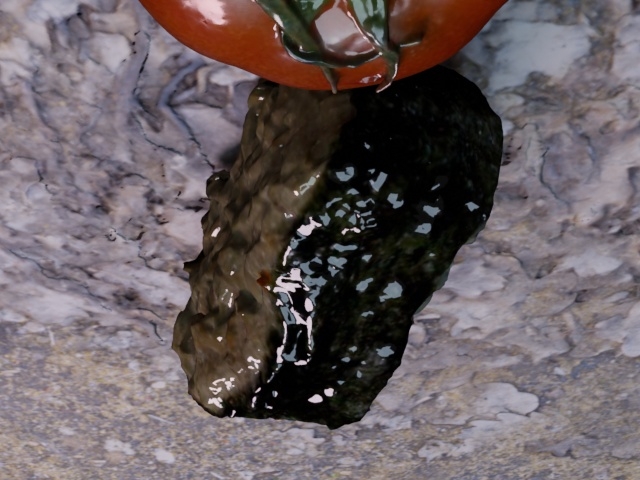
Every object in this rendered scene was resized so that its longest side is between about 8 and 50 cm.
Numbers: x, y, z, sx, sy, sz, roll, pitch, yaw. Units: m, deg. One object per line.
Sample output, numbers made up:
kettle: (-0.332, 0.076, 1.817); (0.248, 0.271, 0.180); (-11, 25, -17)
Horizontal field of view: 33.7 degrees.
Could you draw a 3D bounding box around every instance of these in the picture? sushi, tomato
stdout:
sushi: (0.000, 0.000, 0.848); (0.171, 0.210, 0.350); (15, 133, -18)
tomato: (0.007, -0.206, 0.556); (0.256, 0.224, 0.255); (-3, 138, -3)
